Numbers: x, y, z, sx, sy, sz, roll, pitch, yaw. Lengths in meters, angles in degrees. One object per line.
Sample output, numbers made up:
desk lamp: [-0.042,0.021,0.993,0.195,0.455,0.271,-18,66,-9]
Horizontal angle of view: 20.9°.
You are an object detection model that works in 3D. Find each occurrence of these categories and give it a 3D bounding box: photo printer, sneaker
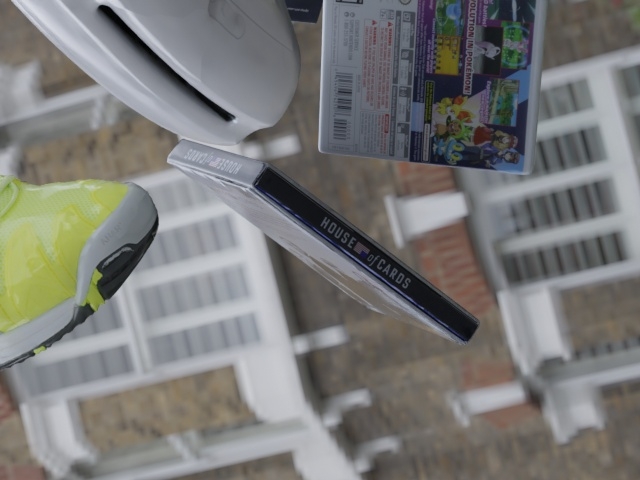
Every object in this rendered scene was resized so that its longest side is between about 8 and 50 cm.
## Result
photo printer: [-0.123,-0.213,1.037,0.256,0.107,0.307,41,-154,-53]
sneaker: [-0.294,0.008,1.236,0.147,0.385,0.145,64,-151,-28]

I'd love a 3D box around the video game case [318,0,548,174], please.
video game case: [0.092,-0.159,1.428,0.023,0.183,0.201,-58,-27,-65]

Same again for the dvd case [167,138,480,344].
dvd case: [0.000,0.000,1.430,0.239,0.029,0.179,37,172,-27]

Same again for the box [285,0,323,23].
box: [-0.059,-0.339,1.769,0.108,0.153,0.207,44,123,46]
